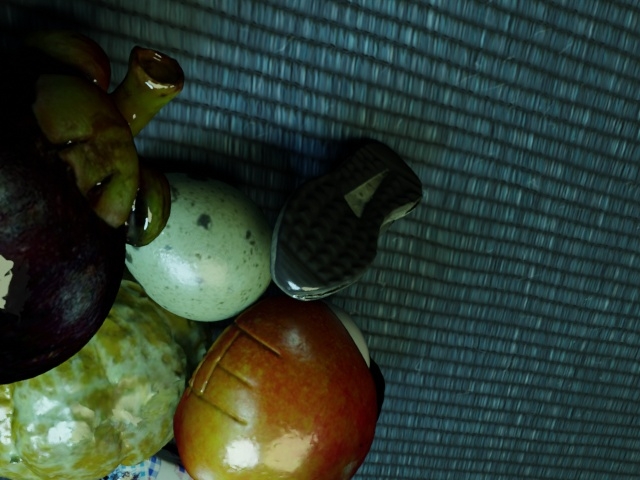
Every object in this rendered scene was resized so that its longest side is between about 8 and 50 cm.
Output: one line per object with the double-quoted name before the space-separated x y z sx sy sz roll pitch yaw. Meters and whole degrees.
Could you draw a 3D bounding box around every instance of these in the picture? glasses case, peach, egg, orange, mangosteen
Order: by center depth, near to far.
"mangosteen" -0.346 -0.055 1.390 0.435 0.382 0.382 -51 142 -20
"egg" -0.161 0.003 1.664 0.228 0.177 0.177 33 110 -30
"peach" -0.044 0.209 1.702 0.245 0.248 0.274 26 98 0
"orange" -0.296 0.182 1.719 0.369 0.210 0.270 -17 113 -21
"glasses case" -0.229 0.392 2.036 0.125 0.076 0.327 -51 146 4

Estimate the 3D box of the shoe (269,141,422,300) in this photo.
"shoe" 0.000 0.000 1.712 0.171 0.132 0.336 -45 180 37

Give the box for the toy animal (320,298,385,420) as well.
"toy animal" -0.014 0.185 1.920 0.187 0.165 0.235 -6 144 15
